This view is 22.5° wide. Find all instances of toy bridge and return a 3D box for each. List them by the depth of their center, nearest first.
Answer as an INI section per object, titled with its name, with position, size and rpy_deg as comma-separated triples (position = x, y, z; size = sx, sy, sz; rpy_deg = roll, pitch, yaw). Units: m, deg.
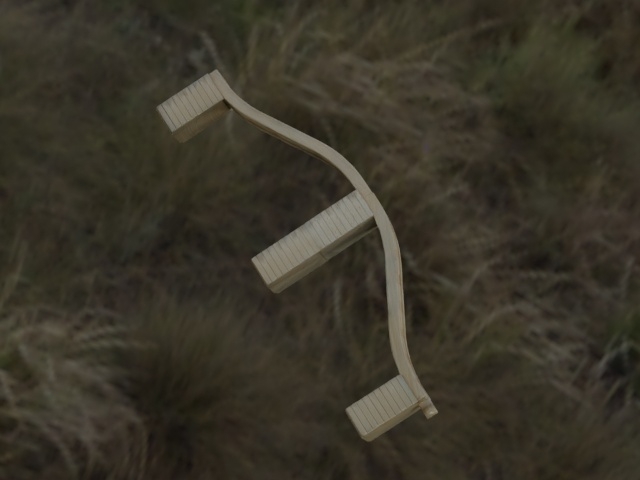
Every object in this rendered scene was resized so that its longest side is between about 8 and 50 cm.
[toy bridge]
position = 0.000, 0.000, 0.724
size = 0.063, 0.026, 0.188
rpy_deg = -34, 75, 1
